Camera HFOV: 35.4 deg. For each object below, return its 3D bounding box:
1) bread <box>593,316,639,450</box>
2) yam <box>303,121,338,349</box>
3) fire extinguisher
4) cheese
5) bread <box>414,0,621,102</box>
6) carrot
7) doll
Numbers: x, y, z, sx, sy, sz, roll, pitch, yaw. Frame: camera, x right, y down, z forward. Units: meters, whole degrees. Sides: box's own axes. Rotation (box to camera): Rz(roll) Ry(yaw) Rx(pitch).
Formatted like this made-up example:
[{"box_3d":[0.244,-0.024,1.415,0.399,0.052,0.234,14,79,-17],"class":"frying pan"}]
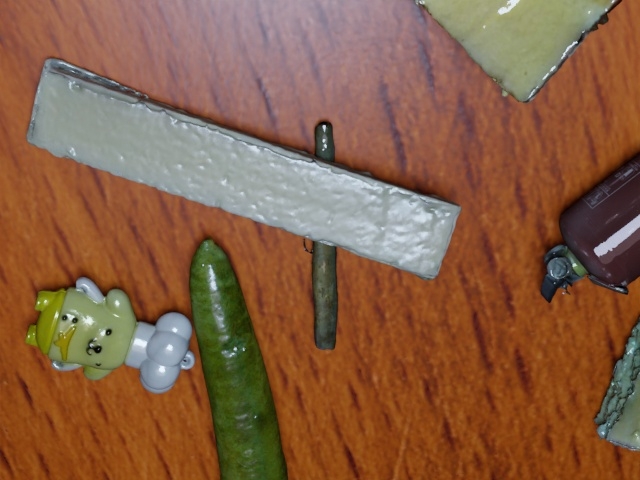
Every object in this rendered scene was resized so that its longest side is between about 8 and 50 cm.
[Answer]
[{"box_3d":[0.366,0.167,1.031,0.172,0.064,0.232,-30,109,9],"class":"bread"},{"box_3d":[0.002,0.000,0.965,0.029,0.027,0.234,8,113,22],"class":"yam"},{"box_3d":[0.311,-0.030,0.938,0.269,0.105,0.105,-40,108,11],"class":"fire extinguisher"},{"box_3d":[-0.069,-0.060,0.915,0.400,0.034,0.085,20,105,-4],"class":"cheese"},{"box_3d":[0.167,-0.261,0.812,0.178,0.135,0.240,35,108,-16],"class":"bread"},{"box_3d":[-0.082,0.164,1.004,0.074,0.074,0.358,-8,109,0],"class":"carrot"},{"box_3d":[-0.200,0.095,0.971,0.162,0.062,0.106,17,114,-11],"class":"doll"}]
